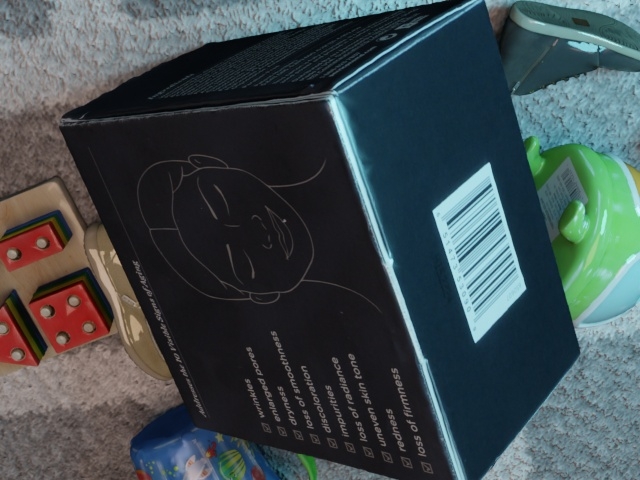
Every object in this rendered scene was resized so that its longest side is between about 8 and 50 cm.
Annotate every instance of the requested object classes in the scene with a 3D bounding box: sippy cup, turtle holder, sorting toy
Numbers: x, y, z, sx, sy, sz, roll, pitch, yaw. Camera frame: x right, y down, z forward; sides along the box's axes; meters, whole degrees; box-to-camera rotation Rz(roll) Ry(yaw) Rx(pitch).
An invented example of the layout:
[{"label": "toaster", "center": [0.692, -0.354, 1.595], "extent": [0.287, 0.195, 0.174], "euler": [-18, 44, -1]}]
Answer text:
[{"label": "sippy cup", "center": [-0.178, 0.374, 1.537], "extent": [0.305, 0.240, 0.224], "euler": [-28, 101, -22]}, {"label": "turtle holder", "center": [0.352, 0.031, 1.381], "extent": [0.227, 0.243, 0.320], "euler": [13, 103, -24]}, {"label": "sorting toy", "center": [-0.452, 0.075, 1.472], "extent": [0.255, 0.089, 0.257], "euler": [-21, 111, 8]}]

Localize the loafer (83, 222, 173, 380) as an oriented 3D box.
[{"label": "loafer", "center": [-0.259, 0.088, 1.472], "extent": [0.092, 0.102, 0.268], "euler": [-19, 111, 14]}]

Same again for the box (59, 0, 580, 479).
[{"label": "box", "center": [0.000, 0.000, 1.214], "extent": [0.472, 0.297, 0.480], "euler": [2, 120, 43]}]

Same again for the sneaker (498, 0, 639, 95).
[{"label": "sneaker", "center": [0.342, -0.250, 1.361], "extent": [0.222, 0.083, 0.118], "euler": [12, 131, -12]}]
